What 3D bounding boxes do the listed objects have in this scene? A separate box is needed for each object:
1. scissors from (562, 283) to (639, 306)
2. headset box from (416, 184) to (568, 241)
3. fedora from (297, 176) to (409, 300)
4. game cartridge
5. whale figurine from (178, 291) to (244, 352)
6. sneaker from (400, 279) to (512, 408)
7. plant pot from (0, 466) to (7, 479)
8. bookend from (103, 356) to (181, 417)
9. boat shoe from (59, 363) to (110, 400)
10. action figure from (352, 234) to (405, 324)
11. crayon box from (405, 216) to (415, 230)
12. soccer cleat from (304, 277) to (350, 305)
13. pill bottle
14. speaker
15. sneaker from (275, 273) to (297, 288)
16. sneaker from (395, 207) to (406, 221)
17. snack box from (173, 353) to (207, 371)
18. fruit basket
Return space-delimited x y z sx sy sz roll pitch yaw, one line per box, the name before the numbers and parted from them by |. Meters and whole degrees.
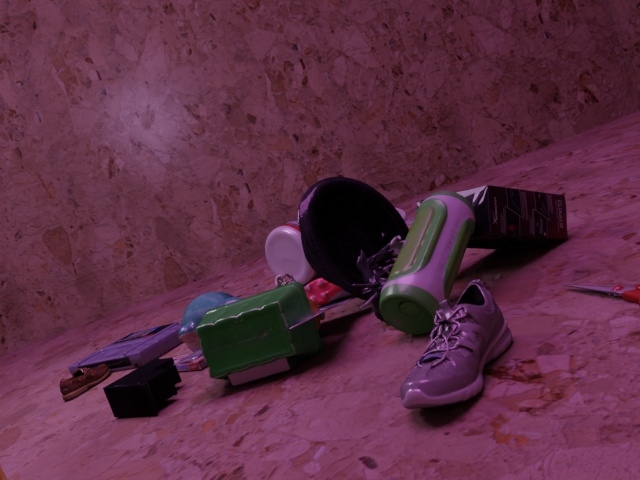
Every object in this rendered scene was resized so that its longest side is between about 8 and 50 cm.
scissors | 0.462 0.080 1.014 0.109 0.021 0.297 -27 10 -29
headset box | 0.401 -0.045 1.518 0.293 0.110 0.218 3 -8 -35
fedora | 0.067 0.014 1.617 0.334 0.334 0.152 -26 -9 -37
game cartridge | -0.583 0.335 2.050 0.355 0.068 0.230 -16 12 35
whale figurine | -0.260 0.183 1.664 0.216 0.141 0.272 -19 -15 -22
sneaker | 0.180 0.145 0.945 0.105 0.115 0.281 -16 8 34
plant pot | -0.608 0.392 0.925 0.239 0.254 0.254 -37 9 -9
bookend | -0.356 0.313 1.444 0.156 0.072 0.157 -14 8 39
boat shoe | -0.660 0.384 1.866 0.064 0.060 0.178 -18 7 25
action figure | 0.169 0.073 1.410 0.140 0.164 0.275 -26 -2 27
crayon box | 0.272 -0.001 2.011 0.203 0.083 0.323 -14 9 45
soccer cleat | 0.075 0.112 1.748 0.247 0.083 0.095 -18 -8 9
pill bottle | 0.000 0.000 2.291 0.210 0.210 0.363 -15 9 44
speaker | 0.212 0.036 1.288 0.131 0.131 0.297 -15 33 40
sneaker | -0.095 0.142 1.965 0.064 0.086 0.192 -23 7 -15
sneaker | 0.176 -0.062 2.271 0.255 0.151 0.094 25 51 31
snack box | -0.327 0.303 1.654 0.178 0.022 0.064 -15 7 44
fruit basket | -0.099 0.197 1.432 0.326 0.166 0.353 -19 -9 13
